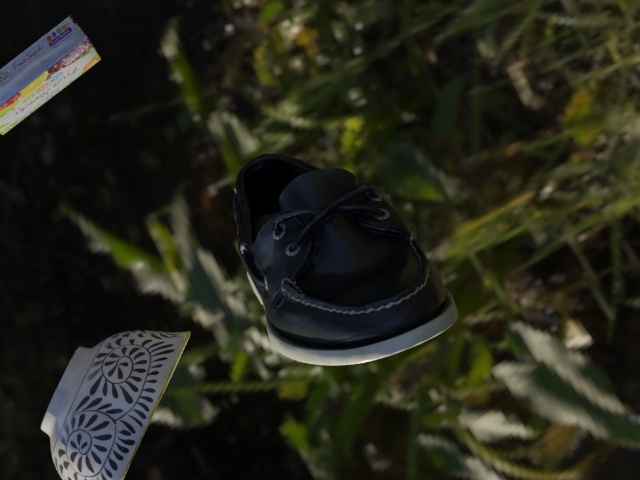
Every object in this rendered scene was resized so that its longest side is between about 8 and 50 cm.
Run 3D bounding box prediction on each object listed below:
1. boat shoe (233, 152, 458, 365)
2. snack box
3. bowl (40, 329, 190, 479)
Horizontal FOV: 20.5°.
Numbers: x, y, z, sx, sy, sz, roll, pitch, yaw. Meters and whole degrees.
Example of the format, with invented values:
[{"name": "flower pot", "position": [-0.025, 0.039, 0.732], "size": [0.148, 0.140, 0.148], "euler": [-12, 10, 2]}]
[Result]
[{"name": "boat shoe", "position": [0.004, -0.001, 1.299], "size": [0.340, 0.127, 0.113], "euler": [-128, 21, -74]}, {"name": "snack box", "position": [-0.311, -0.179, 1.932], "size": [0.037, 0.141, 0.100], "euler": [52, 177, 5]}, {"name": "bowl", "position": [-0.175, 0.135, 1.431], "size": [0.080, 0.170, 0.170], "euler": [25, 142, -3]}]
